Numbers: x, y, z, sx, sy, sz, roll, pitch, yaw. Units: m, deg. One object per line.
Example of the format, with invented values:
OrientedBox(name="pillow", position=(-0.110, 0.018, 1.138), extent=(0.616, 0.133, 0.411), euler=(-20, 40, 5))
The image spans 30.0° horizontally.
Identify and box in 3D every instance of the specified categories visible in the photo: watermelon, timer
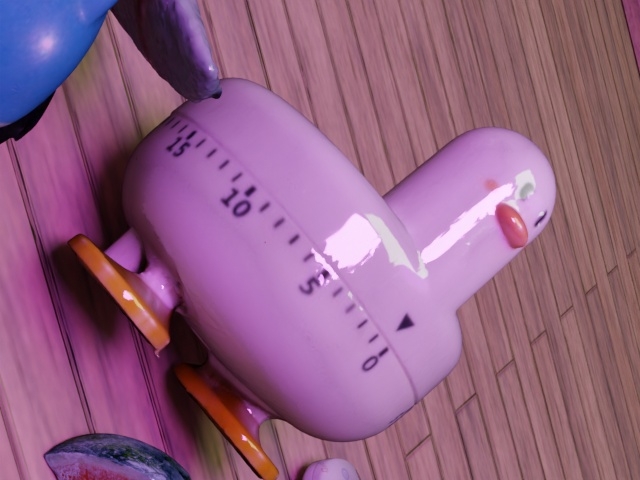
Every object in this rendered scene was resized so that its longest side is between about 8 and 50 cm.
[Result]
OrientedBox(name="watermelon", position=(-0.110, 0.143, 0.672), extent=(0.085, 0.085, 0.061), euler=(23, 94, -56))
OrientedBox(name="timer", position=(0.000, 0.000, 0.723), extent=(0.240, 0.233, 0.233), euler=(-40, 124, -9))

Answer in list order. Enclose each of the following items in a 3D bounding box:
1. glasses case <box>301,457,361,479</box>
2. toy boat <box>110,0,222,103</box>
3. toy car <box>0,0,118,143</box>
OrientedBox(name="glasses case", position=(0.012, 0.240, 0.863), extent=(0.063, 0.041, 0.164), euler=(25, 58, -56))
OrientedBox(name="toy boat", position=(-0.105, -0.178, 0.666), extent=(0.096, 0.206, 0.282), euler=(-15, 65, -21))
OrientedBox(name="toy car", position=(-0.168, -0.173, 0.520), extent=(0.188, 0.190, 0.255), euler=(38, 24, -47))
